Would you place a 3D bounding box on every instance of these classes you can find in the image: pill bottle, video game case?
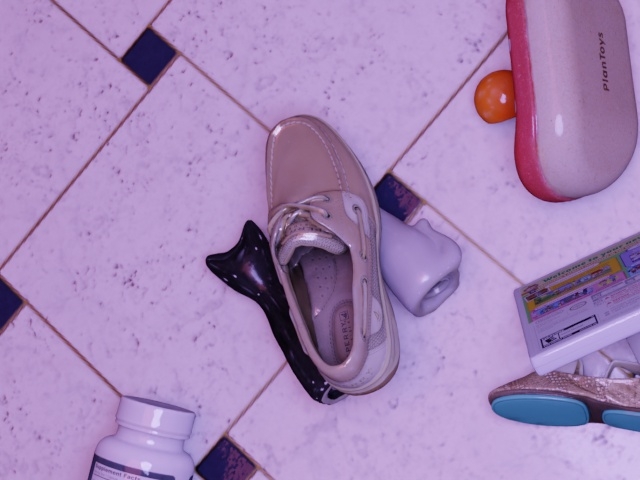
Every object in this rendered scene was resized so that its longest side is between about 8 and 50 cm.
[{"bbox_3d":[-0.191,0.259,1.379,0.108,0.108,0.180,13,86,16],"label":"pill bottle"},{"bbox_3d":[0.289,0.042,1.239,0.212,0.193,0.023,-26,104,11],"label":"video game case"}]

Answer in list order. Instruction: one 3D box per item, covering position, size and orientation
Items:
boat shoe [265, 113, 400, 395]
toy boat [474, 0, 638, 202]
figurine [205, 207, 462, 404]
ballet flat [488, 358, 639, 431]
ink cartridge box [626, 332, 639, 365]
[{"bbox_3d":[0.000,0.000,1.286,0.109,0.098,0.302,-20,67,16],"label":"boat shoe"},{"bbox_3d":[0.221,-0.150,1.322,0.151,0.151,0.231,-13,77,44],"label":"toy boat"},{"bbox_3d":[0.011,0.023,1.370,0.215,0.092,0.209,-45,70,5],"label":"figurine"},{"bbox_3d":[0.271,0.149,1.298,0.206,0.073,0.067,6,58,13],"label":"ballet flat"},{"bbox_3d":[0.405,0.145,1.209,0.154,0.093,0.212,-20,78,-21],"label":"ink cartridge box"}]
